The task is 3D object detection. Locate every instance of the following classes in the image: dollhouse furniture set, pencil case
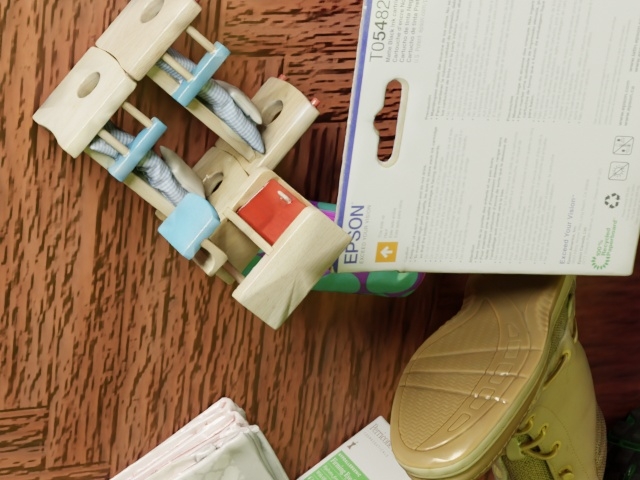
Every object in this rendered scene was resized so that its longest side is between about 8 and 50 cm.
[{"bbox_3d":[-0.065,-0.061,1.249,0.129,0.183,0.129,-50,124,0],"label":"dollhouse furniture set"},{"bbox_3d":[0.000,0.000,1.383,0.151,0.064,0.070,8,133,-31],"label":"pencil case"}]

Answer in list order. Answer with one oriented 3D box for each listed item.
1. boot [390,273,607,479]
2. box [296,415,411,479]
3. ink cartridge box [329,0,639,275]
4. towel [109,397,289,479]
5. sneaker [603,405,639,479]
[{"bbox_3d":[0.137,0.138,1.442,0.262,0.095,0.203,-60,144,-48],"label":"boot"},{"bbox_3d":[0.054,0.208,1.482,0.087,0.101,0.102,-36,123,-8],"label":"box"},{"bbox_3d":[0.119,-0.084,1.332,0.224,0.045,0.223,1,113,-16],"label":"ink cartridge box"},{"bbox_3d":[-0.114,0.324,1.477,0.317,0.053,0.332,-36,123,-9],"label":"towel"},{"bbox_3d":[0.254,0.267,1.619,0.343,0.134,0.146,-53,150,-2],"label":"sneaker"}]
